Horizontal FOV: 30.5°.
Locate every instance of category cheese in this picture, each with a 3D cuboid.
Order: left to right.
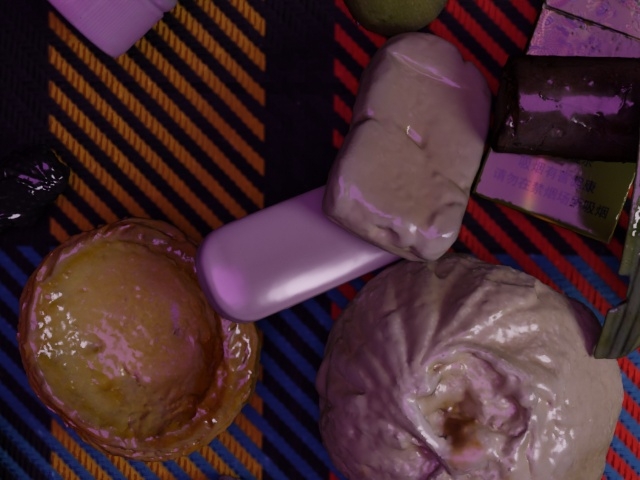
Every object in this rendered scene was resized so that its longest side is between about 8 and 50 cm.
[{"bbox_3d":[0.100,-0.110,1.306,0.159,0.093,0.263,26,64,-10],"label":"cheese"}]

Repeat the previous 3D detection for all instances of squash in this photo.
[{"bbox_3d":[0.047,-0.353,1.277,0.137,0.287,0.137,-8,64,17],"label":"squash"}]

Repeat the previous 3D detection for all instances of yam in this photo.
[{"bbox_3d":[0.330,-0.141,1.270,0.279,0.131,0.131,4,95,1],"label":"yam"}]

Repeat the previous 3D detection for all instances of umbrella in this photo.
[{"bbox_3d":[-0.445,-0.005,1.404,0.326,0.090,0.094,-33,94,6],"label":"umbrella"}]

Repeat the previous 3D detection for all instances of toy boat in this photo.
[{"bbox_3d":[0.340,-0.009,1.209,0.055,0.093,0.293,19,113,36],"label":"toy boat"}]

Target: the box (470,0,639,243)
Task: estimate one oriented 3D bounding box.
[{"bbox_3d":[0.307,-0.170,1.356,0.172,0.043,0.311,21,95,2],"label":"box"}]

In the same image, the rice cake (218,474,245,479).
[{"bbox_3d":[0.021,0.356,1.411,0.364,0.056,0.073,14,101,3],"label":"rice cake"}]

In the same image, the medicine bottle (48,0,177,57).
[{"bbox_3d":[-0.183,-0.378,1.300,0.316,0.202,0.202,-43,90,6],"label":"medicine bottle"}]

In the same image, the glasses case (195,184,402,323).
[{"bbox_3d":[0.000,0.000,1.327,0.296,0.075,0.113,-22,85,-22],"label":"glasses case"}]

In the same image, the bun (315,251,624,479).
[{"bbox_3d":[0.167,0.192,1.304,0.348,0.227,0.353,-2,96,3],"label":"bun"}]

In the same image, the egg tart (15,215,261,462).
[{"bbox_3d":[-0.206,0.113,1.379,0.293,0.123,0.294,1,95,7],"label":"egg tart"}]
